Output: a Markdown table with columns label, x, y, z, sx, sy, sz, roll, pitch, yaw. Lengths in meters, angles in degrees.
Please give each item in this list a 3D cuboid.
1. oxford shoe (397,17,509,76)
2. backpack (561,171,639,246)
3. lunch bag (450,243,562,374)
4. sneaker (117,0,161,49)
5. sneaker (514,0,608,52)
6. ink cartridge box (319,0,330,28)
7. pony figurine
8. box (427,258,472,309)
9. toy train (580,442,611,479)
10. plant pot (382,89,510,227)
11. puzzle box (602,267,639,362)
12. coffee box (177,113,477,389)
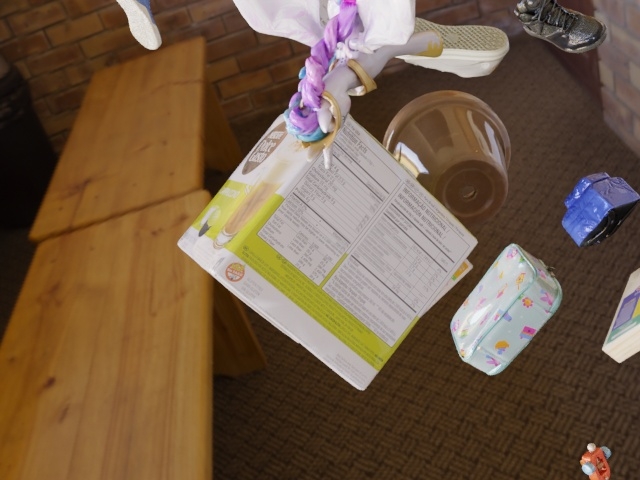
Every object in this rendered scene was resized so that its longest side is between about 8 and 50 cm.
| label | x | y | z | sx | sy | sz | roll | pitch | yaw |
| --- | --- | --- | --- | --- | --- | --- | --- | --- | --- |
| oxford shoe | 0.333 | -0.571 | 2.308 | 0.449 | 0.130 | 0.169 | 10 | 59 | 13 |
| backpack | 0.491 | -0.054 | 1.375 | 0.098 | 0.120 | 0.101 | -11 | 52 | -28 |
| lunch bag | 0.422 | 0.152 | 1.764 | 0.279 | 0.108 | 0.224 | -54 | 13 | 17 |
| sneaker | -0.323 | -0.433 | 1.416 | 0.058 | 0.152 | 0.084 | -16 | 25 | 40 |
| sneaker | 0.516 | -0.487 | 1.697 | 0.227 | 0.130 | 0.087 | 41 | 103 | 44 |
| ink cartridge box | 0.072 | -0.651 | 1.643 | 0.395 | 0.270 | 0.151 | -44 | 49 | 10 |
| pony figurine | 0.049 | -0.330 | 1.140 | 0.302 | 0.351 | 0.363 | 13 | 46 | 30 |
| box | 0.190 | 0.081 | 1.570 | 0.203 | 0.114 | 0.103 | -41 | 2 | -11 |
| toy train | 0.411 | 0.407 | 1.223 | 0.166 | 0.125 | 0.046 | -32 | 9 | -33 |
| plant pot | 0.263 | -0.135 | 1.504 | 0.263 | 0.263 | 0.229 | -17 | 28 | 4 |
| puzzle box | 0.771 | 0.070 | 1.607 | 0.052 | 0.409 | 0.272 | 38 | 51 | 2 |
| coffee box | 0.000 | 0.000 | 1.381 | 0.334 | 0.338 | 0.337 | -52 | 22 | -6 |
